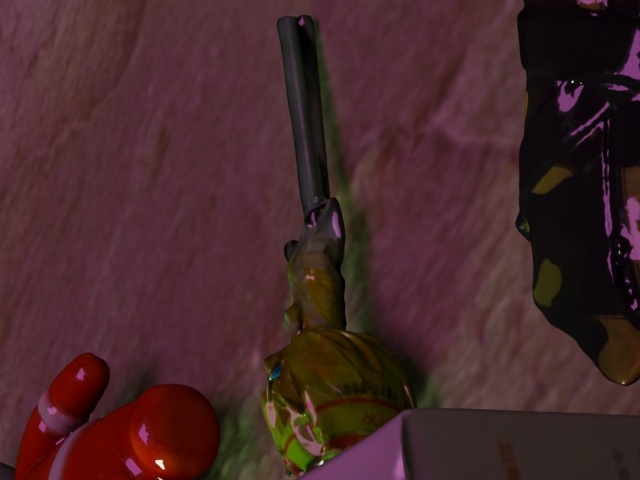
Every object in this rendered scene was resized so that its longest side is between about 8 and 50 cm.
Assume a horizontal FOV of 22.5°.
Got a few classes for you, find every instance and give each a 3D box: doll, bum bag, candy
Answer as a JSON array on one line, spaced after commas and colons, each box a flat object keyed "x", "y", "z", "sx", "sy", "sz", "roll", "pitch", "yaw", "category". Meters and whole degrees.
[{"x": -0.175, "y": 0.181, "z": 0.931, "sx": 0.336, "sy": 0.105, "sz": 0.200, "roll": -25, "pitch": 67, "yaw": 43, "category": "doll"}, {"x": 0.120, "y": -0.056, "z": 0.664, "sx": 0.106, "sy": 0.060, "sz": 0.233, "roll": -11, "pitch": 75, "yaw": 56, "category": "bum bag"}, {"x": -0.002, "y": 0.001, "z": 0.800, "sx": 0.077, "sy": 0.073, "sz": 0.262, "roll": 118, "pitch": 149, "yaw": -61, "category": "candy"}]

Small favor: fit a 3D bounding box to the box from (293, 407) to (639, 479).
[{"x": 0.076, "y": 0.138, "z": 0.505, "sx": 0.200, "sy": 0.299, "sz": 0.106, "roll": -36, "pitch": 60, "yaw": 40, "category": "box"}]
